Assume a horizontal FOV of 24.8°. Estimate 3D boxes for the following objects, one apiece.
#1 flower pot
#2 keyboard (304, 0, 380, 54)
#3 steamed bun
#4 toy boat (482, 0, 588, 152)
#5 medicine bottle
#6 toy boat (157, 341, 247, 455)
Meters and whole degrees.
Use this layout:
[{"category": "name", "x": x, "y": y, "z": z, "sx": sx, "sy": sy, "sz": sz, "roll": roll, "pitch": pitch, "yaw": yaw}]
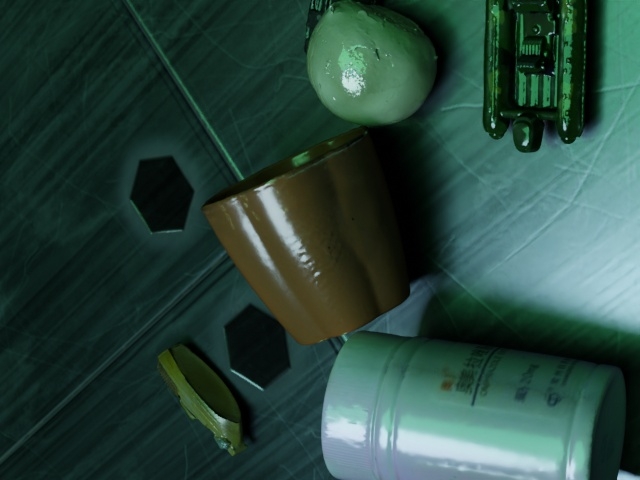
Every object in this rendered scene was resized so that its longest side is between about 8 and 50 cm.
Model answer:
[{"category": "flower pot", "x": 0.000, "y": 0.000, "z": 1.438, "sx": 0.191, "sy": 0.190, "sz": 0.173, "roll": -19, "pitch": 102, "yaw": 36}, {"category": "keyboard", "x": 0.034, "y": -0.297, "z": 1.443, "sx": 0.087, "sy": 0.017, "sz": 0.250, "roll": 17, "pitch": 108, "yaw": 32}, {"category": "steamed bun", "x": 0.044, "y": -0.166, "z": 1.401, "sx": 0.130, "sy": 0.091, "sz": 0.112, "roll": 30, "pitch": 114, "yaw": 5}, {"category": "toy boat", "x": 0.195, "y": -0.185, "z": 1.331, "sx": 0.104, "sy": 0.052, "sz": 0.210, "roll": 8, "pitch": 104, "yaw": 36}, {"category": "medicine bottle", "x": 0.142, "y": 0.172, "z": 1.350, "sx": 0.254, "sy": 0.152, "sz": 0.152, "roll": 8, "pitch": 103, "yaw": 23}, {"category": "toy boat", "x": -0.130, "y": 0.177, "z": 1.629, "sx": 0.149, "sy": 0.047, "sz": 0.049, "roll": 48, "pitch": 135, "yaw": 21}]
